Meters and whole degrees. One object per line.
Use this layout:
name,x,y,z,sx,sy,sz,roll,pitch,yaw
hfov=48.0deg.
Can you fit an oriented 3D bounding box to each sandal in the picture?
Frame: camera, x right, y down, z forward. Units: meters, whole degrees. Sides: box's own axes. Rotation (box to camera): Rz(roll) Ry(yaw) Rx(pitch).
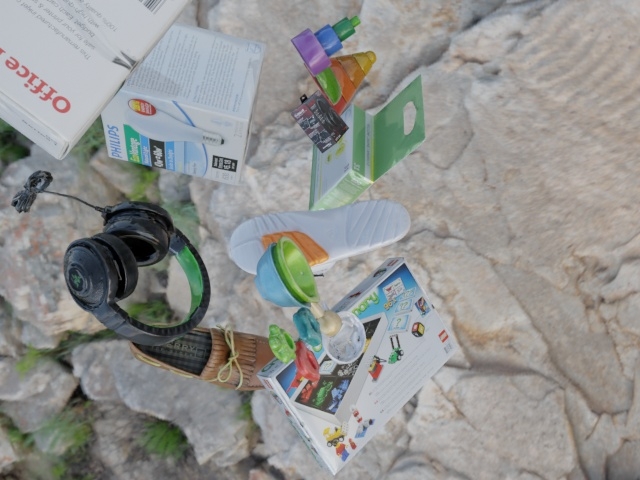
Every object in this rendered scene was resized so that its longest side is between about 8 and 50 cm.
sandal,0.002,0.009,1.055,0.265,0.076,0.102,-9,60,2

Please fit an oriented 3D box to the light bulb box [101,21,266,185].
light bulb box,-0.345,-0.344,1.800,0.360,0.358,0.226,12,66,-5

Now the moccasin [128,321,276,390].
moccasin,-0.234,0.249,1.595,0.379,0.147,0.139,17,81,-1

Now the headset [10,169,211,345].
headset,-0.383,0.030,1.311,0.185,0.243,0.394,-33,106,37

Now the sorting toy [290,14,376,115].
sorting toy,0.038,-0.313,1.232,0.126,0.365,0.127,-33,88,5

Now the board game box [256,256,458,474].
board game box,0.069,0.192,1.144,0.193,0.305,0.053,58,154,-14

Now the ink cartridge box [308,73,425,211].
ink cartridge box,0.071,-0.159,1.173,0.056,0.171,0.235,26,134,-24

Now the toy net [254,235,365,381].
toy net,0.006,0.087,0.729,0.045,0.232,0.122,-29,59,13

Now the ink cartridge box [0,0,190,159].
ink cartridge box,-0.225,-0.205,0.632,0.160,0.219,0.092,39,161,-17

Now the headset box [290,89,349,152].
headset box,-0.003,-0.179,1.061,0.032,0.062,0.083,-31,104,34
